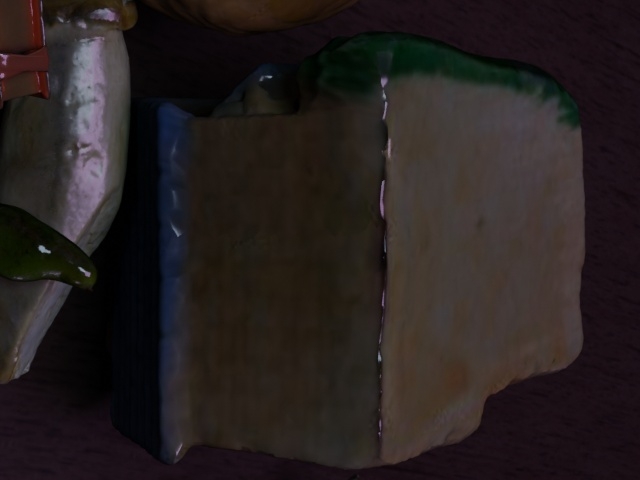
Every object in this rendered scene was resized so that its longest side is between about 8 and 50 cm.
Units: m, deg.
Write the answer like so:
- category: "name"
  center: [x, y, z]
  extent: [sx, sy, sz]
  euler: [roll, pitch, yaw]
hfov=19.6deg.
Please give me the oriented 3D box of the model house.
- category: "model house"
  center: [0.000, 0.000, 1.577]
  extent: [0.382, 0.343, 0.334]
  euler: [-5, 95, -56]

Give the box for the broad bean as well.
- category: "broad bean"
  center: [-0.265, -0.008, 1.420]
  extent: [0.195, 0.046, 0.061]
  euler: [15, 55, -14]

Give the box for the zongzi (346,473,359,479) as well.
- category: "zongzi"
  center: [-0.073, 0.410, 1.705]
  extent: [0.323, 0.160, 0.360]
  euler: [-6, 105, -48]

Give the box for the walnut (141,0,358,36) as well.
- category: "walnut"
  center: [-0.047, -0.315, 1.447]
  extent: [0.344, 0.306, 0.306]
  euler: [-46, 132, -48]

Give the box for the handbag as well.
- category: "handbag"
  center: [-0.269, -0.168, 1.312]
  extent: [0.063, 0.190, 0.127]
  euler: [-19, 113, -43]

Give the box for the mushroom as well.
- category: "mushroom"
  center: [-0.211, -0.047, 1.481]
  extent: [0.087, 0.107, 0.333]
  euler: [-38, 135, -82]
